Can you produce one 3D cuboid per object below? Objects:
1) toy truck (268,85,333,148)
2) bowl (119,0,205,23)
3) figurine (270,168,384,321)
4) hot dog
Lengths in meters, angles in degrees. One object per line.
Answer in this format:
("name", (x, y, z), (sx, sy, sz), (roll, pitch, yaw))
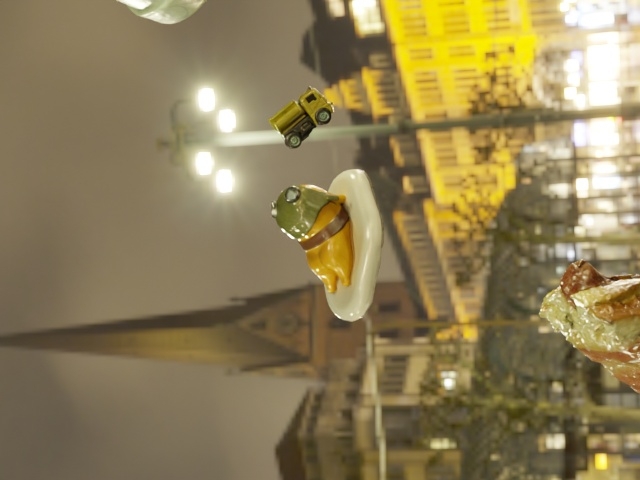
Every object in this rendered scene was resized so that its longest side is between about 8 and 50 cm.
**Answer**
("toy truck", (-0.023, -0.165, 1.684), (0.054, 0.083, 0.049), (51, 179, -6))
("bowl", (-0.226, -0.441, 1.620), (0.163, 0.307, 0.307), (6, -101, -34))
("figurine", (0.000, 0.000, 2.019), (0.141, 0.166, 0.250), (8, -114, -35))
("hot dog", (0.318, 0.085, 1.251), (0.213, 0.146, 0.103), (37, -106, -30))
